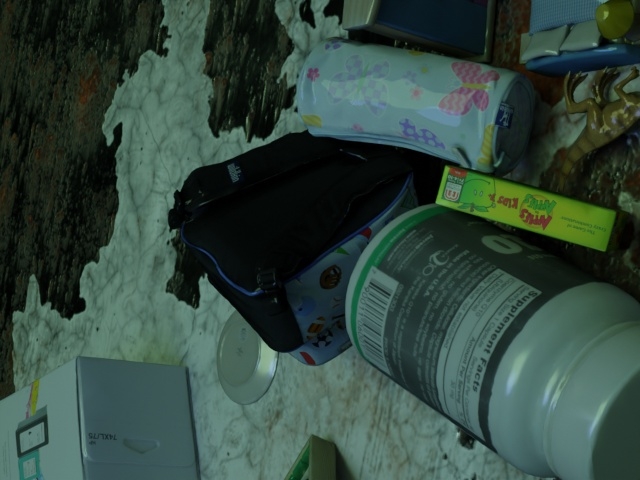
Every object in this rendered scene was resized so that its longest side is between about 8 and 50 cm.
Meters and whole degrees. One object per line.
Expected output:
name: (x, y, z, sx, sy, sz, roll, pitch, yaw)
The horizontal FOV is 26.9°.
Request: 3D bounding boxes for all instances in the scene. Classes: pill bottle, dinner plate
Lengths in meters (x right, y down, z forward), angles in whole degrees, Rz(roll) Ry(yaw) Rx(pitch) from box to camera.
pill bottle: (0.204, 0.112, 1.357, 0.361, 0.204, 0.204, 32, 107, 48)
dinner plate: (-0.108, 0.158, 1.869, 0.141, 0.017, 0.141, -14, 71, 47)

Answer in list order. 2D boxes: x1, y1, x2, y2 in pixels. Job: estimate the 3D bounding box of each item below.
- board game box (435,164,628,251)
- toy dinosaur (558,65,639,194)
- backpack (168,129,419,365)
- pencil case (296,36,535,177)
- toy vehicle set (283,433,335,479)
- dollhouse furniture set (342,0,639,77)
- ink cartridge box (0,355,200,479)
board game box: (0.220, -0.034, 1.391, 0.181, 0.092, 0.043, 17, 96, 19)
toy dinosaur: (0.292, -0.120, 1.408, 0.211, 0.064, 0.112, -41, 55, 38)
backpack: (0.000, 0.000, 1.597, 0.263, 0.213, 0.276, -38, 41, -10)
pencil case: (0.108, -0.154, 1.532, 0.273, 0.113, 0.124, 17, 95, 28)
toy vehicle set: (-0.056, 0.394, 1.681, 0.267, 0.035, 0.166, -61, 12, 22)
dollhouse furniture set: (0.206, -0.337, 1.449, 0.303, 0.198, 0.287, 0, 83, 49)
ink cartridge box: (-0.338, 0.308, 1.971, 0.270, 0.198, 0.197, -29, 61, 42)
